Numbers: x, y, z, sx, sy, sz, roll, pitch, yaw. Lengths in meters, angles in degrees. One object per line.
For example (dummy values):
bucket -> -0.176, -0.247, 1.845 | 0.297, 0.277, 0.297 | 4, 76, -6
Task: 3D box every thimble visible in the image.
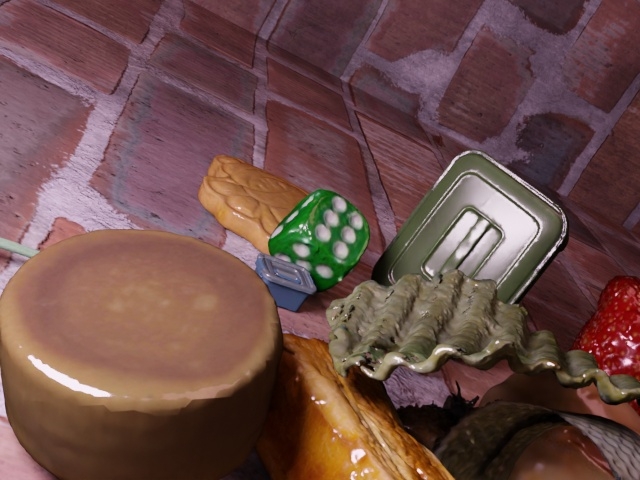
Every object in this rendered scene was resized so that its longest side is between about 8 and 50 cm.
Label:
thimble -> 0.251, 0.315, 0.917 | 0.150, 0.270, 0.271 | 16, 25, -40

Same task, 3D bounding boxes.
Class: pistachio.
pistachio -> 0.353, 0.301, 1.155 | 0.321, 0.229, 0.238 | 35, -13, -13

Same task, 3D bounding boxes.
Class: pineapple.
pineapple -> 0.155, 0.258, 1.132 | 0.125, 0.125, 0.251 | 40, 17, 22

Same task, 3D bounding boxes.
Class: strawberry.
strawberry -> 0.610, 0.225, 1.639 | 0.261, 0.257, 0.261 | 31, 12, -7

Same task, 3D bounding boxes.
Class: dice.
dice -> 0.000, 0.000, 1.422 | 0.131, 0.120, 0.128 | 45, 49, -12

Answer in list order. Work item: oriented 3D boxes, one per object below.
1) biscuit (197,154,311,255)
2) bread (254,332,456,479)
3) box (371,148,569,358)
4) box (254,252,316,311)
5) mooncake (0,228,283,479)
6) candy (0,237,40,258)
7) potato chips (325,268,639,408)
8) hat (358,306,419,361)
biscuit -> -0.079, -0.054, 1.604 | 0.351, 0.057, 0.312 | 34, 20, 8
bread -> 0.036, 0.256, 0.921 | 0.195, 0.148, 0.344 | 24, 17, -36
box -> 0.283, 0.029, 1.554 | 0.253, 0.328, 0.178 | 42, 12, 24
box -> -0.064, 0.070, 1.343 | 0.099, 0.054, 0.074 | 20, 21, -26
mooncake -> -0.181, 0.122, 0.861 | 0.285, 0.155, 0.284 | 10, 31, -6
candy -> -0.376, 0.010, 1.063 | 0.336, 0.093, 0.092 | 26, 63, -36
potato chips -> 0.193, 0.116, 0.989 | 0.373, 0.097, 0.389 | 10, 8, -10
hat -> 0.117, 0.130, 1.404 | 0.147, 0.085, 0.175 | 24, 23, -15
